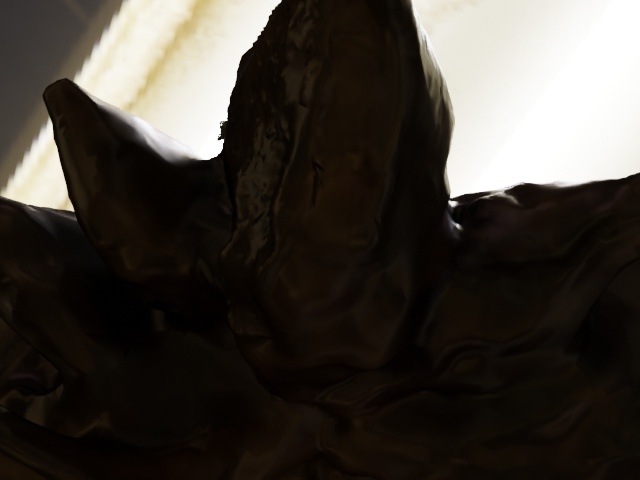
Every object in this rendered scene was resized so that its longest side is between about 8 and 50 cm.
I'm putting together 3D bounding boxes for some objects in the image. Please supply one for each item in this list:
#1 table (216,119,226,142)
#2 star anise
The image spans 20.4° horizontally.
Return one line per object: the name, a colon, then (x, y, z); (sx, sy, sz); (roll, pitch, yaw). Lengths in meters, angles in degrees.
table: (0.000, 0.000, 0.697); (0.079, 0.083, 0.062); (-97, -167, -46)
star anise: (-0.015, 0.041, 0.550); (0.292, 0.349, 0.109); (-36, -145, 23)
